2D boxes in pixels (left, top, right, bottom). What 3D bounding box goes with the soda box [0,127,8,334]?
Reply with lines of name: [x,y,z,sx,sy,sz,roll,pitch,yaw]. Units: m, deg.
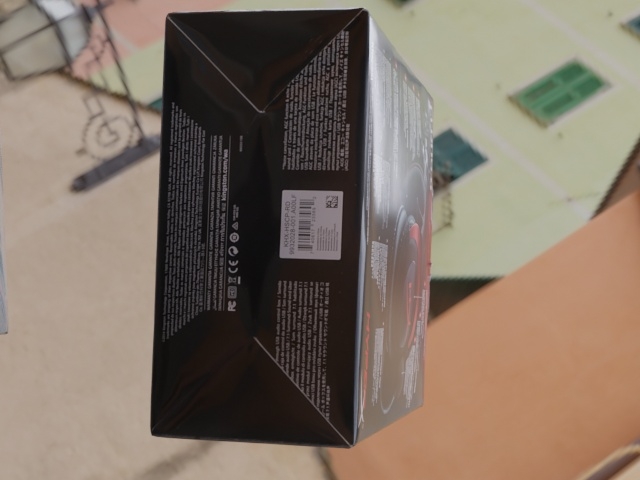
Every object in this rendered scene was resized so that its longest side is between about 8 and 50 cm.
soda box: [-0.197,-0.093,0.573,0.098,0.091,0.286,98,-17,-52]

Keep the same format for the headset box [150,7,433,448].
headset box: [0.000,0.000,0.748,0.293,0.110,0.218,11,81,-77]
